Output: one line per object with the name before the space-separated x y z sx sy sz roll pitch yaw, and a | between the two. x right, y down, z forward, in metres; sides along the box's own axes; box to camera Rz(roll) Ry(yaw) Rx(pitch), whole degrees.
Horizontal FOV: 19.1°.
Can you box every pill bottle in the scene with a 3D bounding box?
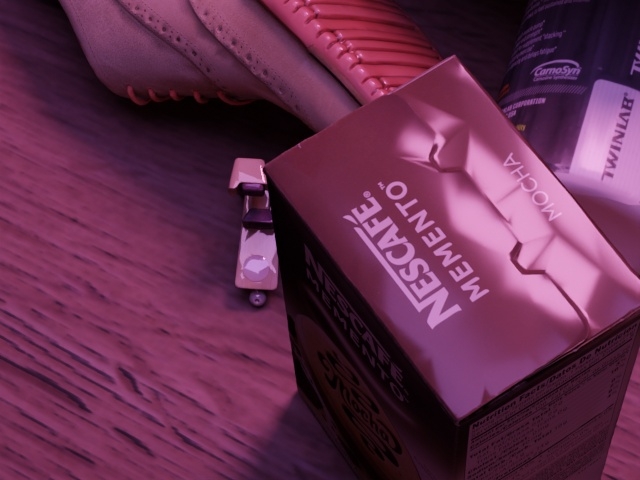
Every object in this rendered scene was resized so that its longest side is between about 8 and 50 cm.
pill bottle | 0.185 -0.110 1.200 0.130 0.130 0.245 14 65 10

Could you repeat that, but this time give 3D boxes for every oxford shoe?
oxford shoe | -0.059 -0.134 1.229 0.397 0.140 0.146 43 111 30

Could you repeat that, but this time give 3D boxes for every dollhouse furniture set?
dollhouse furniture set | 0.000 0.000 1.190 0.114 0.091 0.081 3 79 1

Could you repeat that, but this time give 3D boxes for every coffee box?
coffee box | 0.069 0.059 1.029 0.119 0.297 0.168 -31 66 -12
